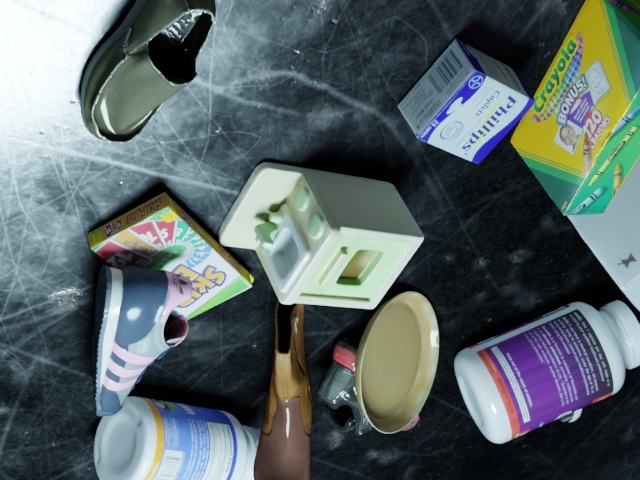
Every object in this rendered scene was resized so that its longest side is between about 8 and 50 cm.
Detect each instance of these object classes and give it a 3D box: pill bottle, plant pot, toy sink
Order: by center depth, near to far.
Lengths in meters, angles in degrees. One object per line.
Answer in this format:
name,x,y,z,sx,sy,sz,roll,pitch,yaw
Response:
toy sink,0.000,0.000,1.622,0.234,0.131,0.153,8,129,-36
pill bottle,-0.214,0.343,1.866,0.272,0.152,0.152,17,124,-42
plant pot,0.122,0.198,1.899,0.236,0.032,0.236,-16,110,-51
pill bottle,0.416,0.226,2.077,0.323,0.181,0.181,-22,141,-6

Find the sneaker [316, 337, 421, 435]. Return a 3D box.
sneaker,0.078,0.279,1.982,0.135,0.097,0.276,-56,140,-10

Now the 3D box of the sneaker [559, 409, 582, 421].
sneaker,0.475,0.295,2.294,0.077,0.072,0.178,-9,132,-4

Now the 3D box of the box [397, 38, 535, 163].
box,0.200,-0.187,1.576,0.137,0.072,0.126,16,125,-42

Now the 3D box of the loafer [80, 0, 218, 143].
loafer,-0.196,-0.201,1.317,0.094,0.087,0.251,9,129,-37

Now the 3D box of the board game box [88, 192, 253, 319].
board game box,-0.199,0.034,1.615,0.124,0.039,0.259,-27,145,12

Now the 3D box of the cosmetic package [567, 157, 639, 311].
cosmetic package,0.576,0.037,1.923,0.161,0.230,0.453,-38,141,12

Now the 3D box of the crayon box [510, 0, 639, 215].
crayon box,0.388,-0.191,1.606,0.081,0.165,0.278,-2,135,-29

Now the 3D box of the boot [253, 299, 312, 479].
boot,-0.046,0.251,1.783,0.096,0.264,0.280,10,139,4

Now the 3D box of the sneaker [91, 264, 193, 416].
sneaker,-0.256,0.153,1.631,0.131,0.112,0.319,0,144,-15
